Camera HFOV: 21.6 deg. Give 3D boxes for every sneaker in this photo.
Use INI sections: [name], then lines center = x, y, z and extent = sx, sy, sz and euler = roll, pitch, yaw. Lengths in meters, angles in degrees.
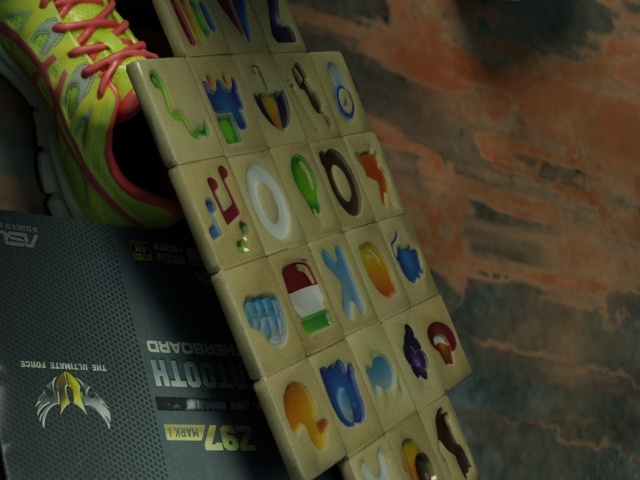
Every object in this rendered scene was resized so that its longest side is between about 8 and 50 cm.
[sneaker]
center = -0.119, -0.095, 0.901
extent = 0.081, 0.094, 0.208
euler = -36, 112, -39

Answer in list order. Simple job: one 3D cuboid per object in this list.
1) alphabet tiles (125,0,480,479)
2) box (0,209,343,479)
[alphabet tiles]
center = 0.000, 0.000, 0.961
extent = 0.342, 0.011, 0.285
euler = 68, 23, 1
[box]
center = -0.092, 0.084, 0.869
extent = 0.233, 0.059, 0.183
euler = 8, 57, -42
